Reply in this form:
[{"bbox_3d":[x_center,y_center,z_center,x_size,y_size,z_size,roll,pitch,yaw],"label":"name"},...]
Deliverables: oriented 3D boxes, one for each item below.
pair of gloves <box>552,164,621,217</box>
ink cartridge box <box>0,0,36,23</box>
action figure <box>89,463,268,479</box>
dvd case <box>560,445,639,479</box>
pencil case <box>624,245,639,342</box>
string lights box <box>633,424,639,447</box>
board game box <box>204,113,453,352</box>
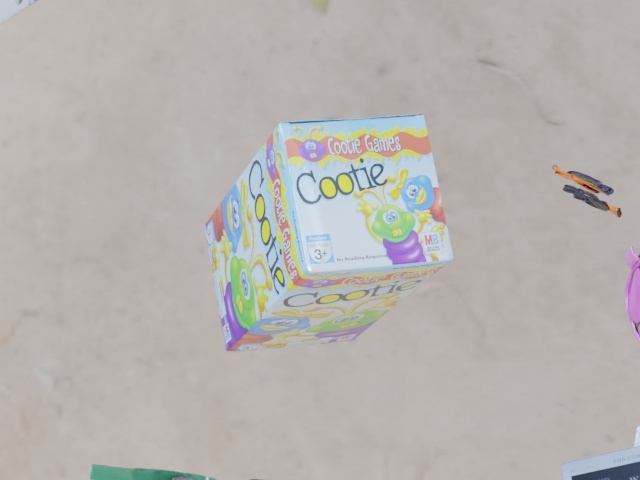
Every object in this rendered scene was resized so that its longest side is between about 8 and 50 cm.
[{"bbox_3d":[0.298,-0.056,1.825,0.074,0.083,0.010,26,79,29],"label":"pair of gloves"},{"bbox_3d":[-0.324,-0.322,1.548,0.117,0.278,0.201,4,124,35],"label":"ink cartridge box"},{"bbox_3d":[-0.087,0.246,0.916,0.063,0.137,0.232,-143,66,-69],"label":"action figure"},{"bbox_3d":[0.291,0.264,1.306,0.179,0.029,0.238,-15,48,16],"label":"dvd case"},{"bbox_3d":[0.367,0.031,1.416,0.095,0.209,0.098,108,145,-50],"label":"pencil case"},{"bbox_3d":[0.465,0.247,1.696,0.260,0.133,0.076,17,109,29],"label":"string lights box"},{"bbox_3d":[0.000,0.000,1.557,0.275,0.144,0.142,133,130,-64],"label":"board game box"}]
